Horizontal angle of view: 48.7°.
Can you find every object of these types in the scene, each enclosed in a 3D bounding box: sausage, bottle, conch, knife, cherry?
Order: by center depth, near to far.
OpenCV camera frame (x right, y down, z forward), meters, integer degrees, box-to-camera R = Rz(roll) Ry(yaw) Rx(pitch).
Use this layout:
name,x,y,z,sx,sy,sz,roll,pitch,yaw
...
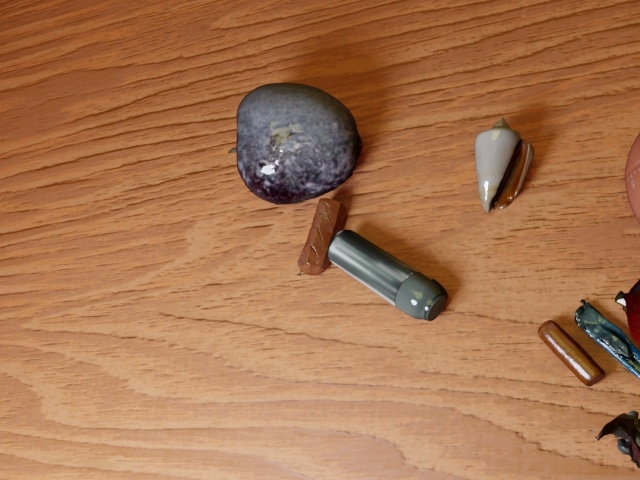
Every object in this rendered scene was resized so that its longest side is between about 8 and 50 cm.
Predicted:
name,x,y,z,sx,sy,sz,roll,pitch,yaw
knife,0.523,0.204,1.142,0.044,0.026,0.296,-38,57,-9
sausage,0.417,0.187,1.187,0.039,0.041,0.131,-54,55,21
conch,0.341,-0.144,1.337,0.104,0.094,0.176,10,73,-14
bottle,0.128,0.063,1.355,0.096,0.080,0.253,-29,48,-35
sausage,0.001,0.000,1.443,0.065,0.065,0.169,10,74,28
cherry,-0.062,-0.203,1.473,0.296,0.218,0.255,-3,67,11

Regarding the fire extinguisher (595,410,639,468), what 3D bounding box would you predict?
name,x,y,z,sx,sy,sz,roll,pitch,yaw
fire extinguisher,0.550,0.315,0.973,0.336,0.147,0.107,18,105,16

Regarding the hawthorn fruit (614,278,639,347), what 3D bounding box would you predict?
name,x,y,z,sx,sy,sz,roll,pitch,yaw
hawthorn fruit,0.556,0.109,1.093,0.188,0.169,0.169,25,80,42

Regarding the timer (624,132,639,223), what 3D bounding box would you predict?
name,x,y,z,sx,sy,sz,roll,pitch,yaw
timer,0.606,-0.098,1.116,0.229,0.229,0.215,-11,70,20
